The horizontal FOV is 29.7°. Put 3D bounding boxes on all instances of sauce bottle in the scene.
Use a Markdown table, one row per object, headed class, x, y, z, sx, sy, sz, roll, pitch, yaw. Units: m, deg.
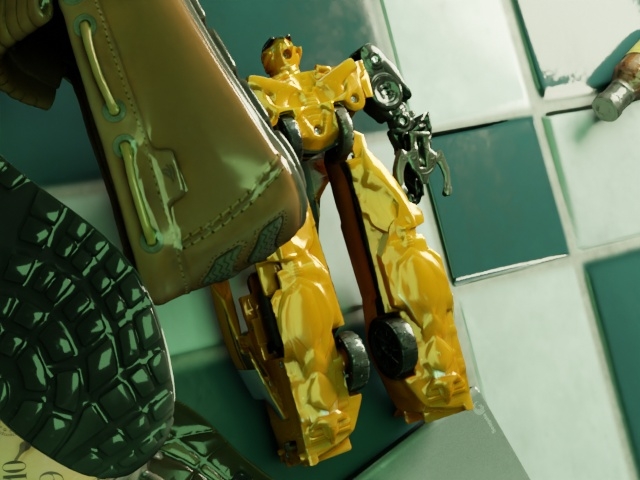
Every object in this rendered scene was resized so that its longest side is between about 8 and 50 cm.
| class | x | y | z | sx | sy | sz | roll | pitch | yaw |
| --- | --- | --- | --- | --- | --- | --- | --- | --- | --- |
| sauce bottle | 0.281 | -0.150 | 1.055 | 0.128 | 0.042 | 0.042 | -42 | 99 | -26 |

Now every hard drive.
| class | x | y | z | sx | sy | sz | roll | pitch | yaw |
| --- | --- | --- | --- | --- | --- | --- | --- | --- | --- |
| hard drive | 0.088 | 0.183 | 0.895 | 0.135 | 0.022 | 0.094 | -32 | 94 | -29 |

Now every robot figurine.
| class | x | y | z | sx | sy | sz | roll | pitch | yaw |
| --- | --- | --- | --- | --- | --- | --- | --- | --- | --- |
| robot figurine | 0.000 | 0.000 | 0.855 | 0.211 | 0.085 | 0.291 | -13 | 86 | -29 |

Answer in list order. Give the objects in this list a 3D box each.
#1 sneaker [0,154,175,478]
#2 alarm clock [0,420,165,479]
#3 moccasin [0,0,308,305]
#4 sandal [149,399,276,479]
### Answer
| class | x | y | z | sx | sy | sz | roll | pitch | yaw |
| --- | --- | --- | --- | --- | --- | --- | --- | --- | --- |
| sneaker | -0.181 | 0.014 | 0.718 | 0.107 | 0.124 | 0.283 | -38 | 86 | -8 |
| alarm clock | -0.185 | 0.119 | 0.728 | 0.192 | 0.064 | 0.129 | 2 | 47 | -17 |
| moccasin | -0.157 | -0.132 | 0.755 | 0.147 | 0.139 | 0.380 | -27 | 80 | -14 |
| sandal | -0.060 | 0.195 | 0.802 | 0.219 | 0.060 | 0.090 | 42 | 60 | 3 |
